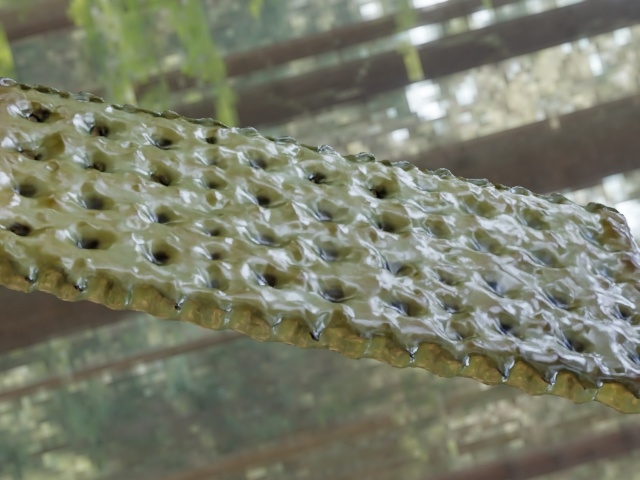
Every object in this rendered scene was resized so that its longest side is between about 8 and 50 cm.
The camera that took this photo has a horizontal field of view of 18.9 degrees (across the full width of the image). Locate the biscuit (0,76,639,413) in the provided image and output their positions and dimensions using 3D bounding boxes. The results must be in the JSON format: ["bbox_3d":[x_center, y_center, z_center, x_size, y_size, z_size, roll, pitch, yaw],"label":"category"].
[{"bbox_3d":[0.000,0.000,0.614,0.139,0.231,0.016,-97,-158,-61],"label":"biscuit"}]
